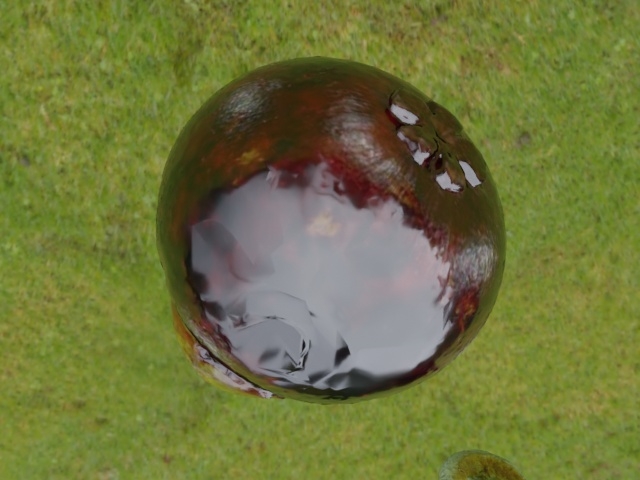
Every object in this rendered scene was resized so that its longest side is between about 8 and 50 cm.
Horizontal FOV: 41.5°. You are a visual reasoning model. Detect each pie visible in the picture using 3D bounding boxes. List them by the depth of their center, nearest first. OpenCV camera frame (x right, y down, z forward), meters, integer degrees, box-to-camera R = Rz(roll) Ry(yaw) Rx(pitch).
[{"bbox_3d":[0.110,0.163,0.522,0.084,0.084,0.021,20,118,-19],"label":"pie"}]

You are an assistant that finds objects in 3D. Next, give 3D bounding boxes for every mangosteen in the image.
[{"bbox_3d":[0.000,0.000,0.471,0.209,0.210,0.210,0,136,0],"label":"mangosteen"}]
